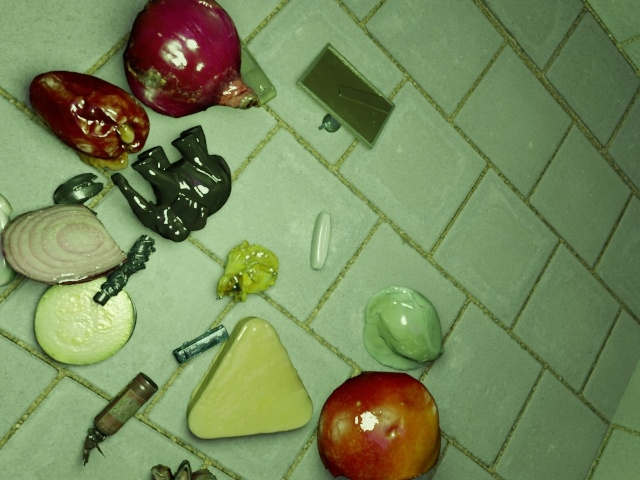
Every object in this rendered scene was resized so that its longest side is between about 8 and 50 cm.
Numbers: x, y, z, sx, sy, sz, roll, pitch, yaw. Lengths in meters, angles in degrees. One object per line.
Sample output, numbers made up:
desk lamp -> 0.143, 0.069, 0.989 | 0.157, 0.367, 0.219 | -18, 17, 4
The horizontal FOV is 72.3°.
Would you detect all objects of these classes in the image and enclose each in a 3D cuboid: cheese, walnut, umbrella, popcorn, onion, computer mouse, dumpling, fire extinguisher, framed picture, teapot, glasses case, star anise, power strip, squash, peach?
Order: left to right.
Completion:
onion -> -0.681, 0.033, 1.150 | 0.250, 0.111, 0.248 | 50, 44, 12
computer mouse -> -0.677, -0.140, 1.225 | 0.135, 0.047, 0.079 | -35, 101, -22
squash -> -0.647, 0.216, 1.221 | 0.252, 0.049, 0.251 | 2, 84, -23
walnut -> -0.619, -0.321, 1.183 | 0.269, 0.243, 0.221 | 33, 43, 2
fire extinguisher -> -0.563, 0.489, 1.205 | 0.252, 0.106, 0.075 | -46, 123, -18
umbrella -> -0.538, 0.085, 1.220 | 0.072, 0.080, 0.224 | 31, 62, 2
star anise -> -0.408, 0.722, 1.257 | 0.224, 0.109, 0.235 | -5, 106, -14
onion -> -0.332, -0.475, 1.212 | 0.385, 0.347, 0.347 | 36, 74, 2
power strip -> -0.286, -0.606, 1.399 | 0.092, 0.066, 0.387 | -40, 104, -17
cheese -> -0.241, 0.462, 1.336 | 0.385, 0.104, 0.383 | 1, 87, -22
popcorn -> -0.223, 0.107, 1.348 | 0.168, 0.174, 0.195 | 43, 62, -37
glasses case -> 0.000, 0.000, 1.472 | 0.050, 0.076, 0.197 | 10, 83, -19
teapot -> 0.036, -0.408, 1.518 | 0.088, 0.057, 0.066 | -30, 97, -21
framed picture -> 0.099, -0.507, 1.534 | 0.335, 0.022, 0.247 | 38, 59, -15
peach -> 0.186, 0.567, 1.379 | 0.407, 0.335, 0.309 | 0, 81, -17
dumpling -> 0.300, 0.305, 1.507 | 0.270, 0.212, 0.320 | -18, 83, -19

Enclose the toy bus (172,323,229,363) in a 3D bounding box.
toy bus -> -0.357, 0.311, 1.318 | 0.166, 0.065, 0.047 | -27, 98, -22

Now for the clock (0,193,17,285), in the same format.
clock -> -0.913, -0.032, 1.092 | 0.266, 0.109, 0.323 | 0, 86, -21

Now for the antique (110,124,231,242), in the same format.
antique -> -0.390, -0.156, 1.249 | 0.322, 0.185, 0.254 | -39, 122, -33
